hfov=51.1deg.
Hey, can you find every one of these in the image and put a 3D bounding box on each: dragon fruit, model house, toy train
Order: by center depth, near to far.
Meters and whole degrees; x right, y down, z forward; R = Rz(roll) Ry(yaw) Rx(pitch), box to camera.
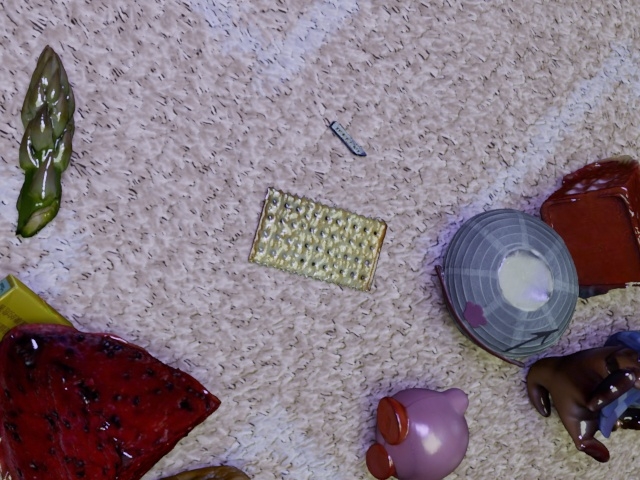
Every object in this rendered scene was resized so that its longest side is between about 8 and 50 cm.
[{"bbox_3d":[-0.361,0.286,1.041,0.286,0.228,0.329,38,119,12],"label":"dragon fruit"},{"bbox_3d":[0.048,-0.172,1.158,0.017,0.017,0.083,-46,107,-6],"label":"toy train"},{"bbox_3d":[0.542,-0.038,1.246,0.254,0.160,0.195,-36,108,-44],"label":"model house"}]

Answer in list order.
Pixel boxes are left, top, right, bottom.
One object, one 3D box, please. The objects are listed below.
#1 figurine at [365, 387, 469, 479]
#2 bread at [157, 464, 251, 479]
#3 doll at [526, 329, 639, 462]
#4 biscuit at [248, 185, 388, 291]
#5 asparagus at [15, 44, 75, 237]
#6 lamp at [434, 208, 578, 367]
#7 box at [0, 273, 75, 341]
[{"bbox_3d":[0.178,0.340,1.177,0.173,0.173,0.173,-2,96,-17],"label":"figurine"},{"bbox_3d":[-0.180,0.508,1.076,0.196,0.176,0.246,-13,99,-14],"label":"bread"},{"bbox_3d":[0.569,0.280,1.249,0.340,0.318,0.209,-11,68,-22],"label":"doll"},{"bbox_3d":[0.000,0.000,1.161,0.232,0.016,0.139,15,92,-19],"label":"biscuit"},{"bbox_3d":[-0.404,-0.143,0.989,0.080,0.080,0.287,3,94,-18],"label":"asparagus"},{"bbox_3d":[0.326,0.079,1.167,0.233,0.233,0.265,-30,80,-13],"label":"lamp"},{"bbox_3d":[-0.509,0.183,0.966,0.279,0.041,0.153,-39,142,-10],"label":"box"}]
